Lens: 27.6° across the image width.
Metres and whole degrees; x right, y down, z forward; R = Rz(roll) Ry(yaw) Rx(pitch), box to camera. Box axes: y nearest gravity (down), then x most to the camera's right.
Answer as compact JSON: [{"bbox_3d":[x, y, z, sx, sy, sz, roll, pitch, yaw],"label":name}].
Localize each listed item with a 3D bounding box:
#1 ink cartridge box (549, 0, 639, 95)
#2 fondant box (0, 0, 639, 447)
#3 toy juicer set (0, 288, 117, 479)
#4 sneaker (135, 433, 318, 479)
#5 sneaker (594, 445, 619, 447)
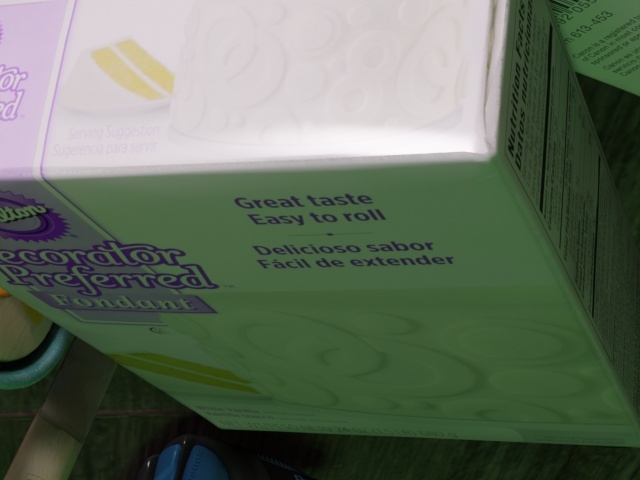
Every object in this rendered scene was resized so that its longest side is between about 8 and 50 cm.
[{"bbox_3d":[0.063,-0.153,0.415,0.237,0.100,0.172,16,156,-21],"label":"ink cartridge box"},{"bbox_3d":[0.000,0.000,0.559,0.238,0.096,0.330,-1,156,22],"label":"fondant box"},{"bbox_3d":[-0.160,0.035,0.580,0.090,0.209,0.329,-15,141,21],"label":"toy juicer set"},{"bbox_3d":[-0.122,0.262,0.937,0.140,0.125,0.341,20,135,-38],"label":"sneaker"},{"bbox_3d":[0.269,0.064,0.799,0.272,0.100,0.108,-26,144,19],"label":"sneaker"}]
